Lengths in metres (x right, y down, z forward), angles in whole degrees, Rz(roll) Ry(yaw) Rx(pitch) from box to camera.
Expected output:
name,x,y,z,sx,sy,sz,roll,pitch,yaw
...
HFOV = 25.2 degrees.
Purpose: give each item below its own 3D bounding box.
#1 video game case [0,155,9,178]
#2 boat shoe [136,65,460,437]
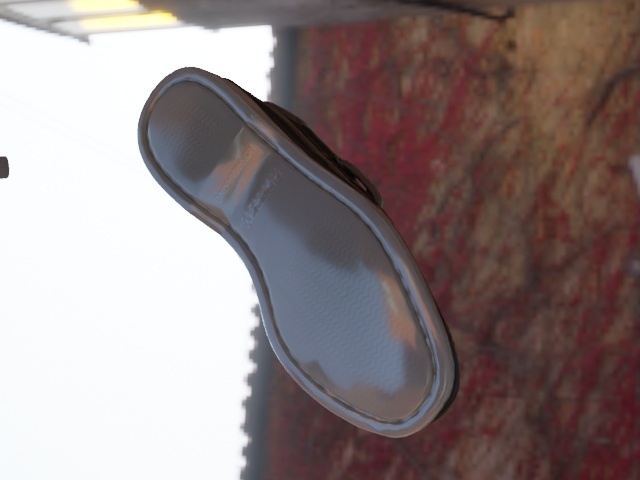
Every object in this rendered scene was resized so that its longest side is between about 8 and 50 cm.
name,x,y,z,sx,sy,sz,roll,pitch,yaw
video game case,-0.422,-0.060,1.266,0.206,0.227,0.026,-15,-77,-77
boat shoe,0.000,0.000,0.903,0.091,0.114,0.302,14,-145,-54
